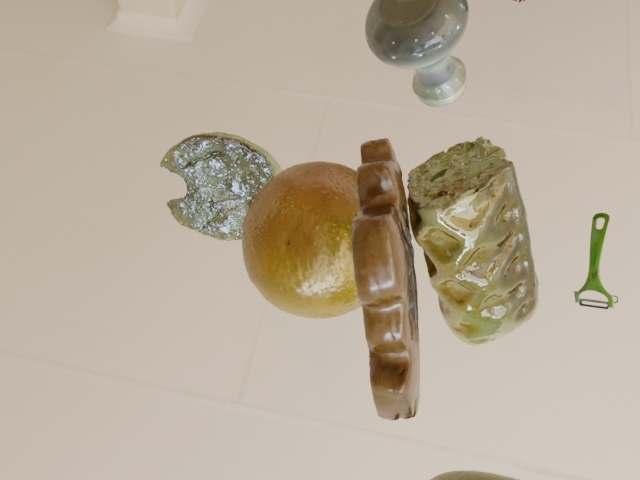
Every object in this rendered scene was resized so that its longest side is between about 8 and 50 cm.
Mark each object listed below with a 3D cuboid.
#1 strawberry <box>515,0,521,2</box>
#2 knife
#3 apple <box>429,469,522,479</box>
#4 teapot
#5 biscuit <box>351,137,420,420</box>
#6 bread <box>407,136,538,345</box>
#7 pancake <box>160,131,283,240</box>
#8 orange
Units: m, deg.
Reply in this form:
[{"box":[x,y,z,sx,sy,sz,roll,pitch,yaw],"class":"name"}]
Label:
[{"box":[0.393,-0.520,1.133,0.140,0.192,0.085,7,-125,26],"class":"strawberry"},{"box":[0.482,0.034,1.120,0.078,0.022,0.166,5,-89,42],"class":"knife"},{"box":[0.256,0.507,0.897,0.357,0.357,0.357,-1,-121,2],"class":"apple"},{"box":[0.194,-0.358,1.189,0.183,0.251,0.183,-9,-113,21],"class":"teapot"},{"box":[0.066,0.013,0.601,0.043,0.278,0.301,-6,-126,9],"class":"biscuit"},{"box":[0.189,0.013,0.778,0.130,0.268,0.152,19,-125,44],"class":"bread"},{"box":[-0.182,-0.100,1.242,0.253,0.253,0.037,-2,-143,1],"class":"pancake"},{"box":[0.000,0.000,0.891,0.236,0.236,0.236,-1,-121,2],"class":"orange"}]
